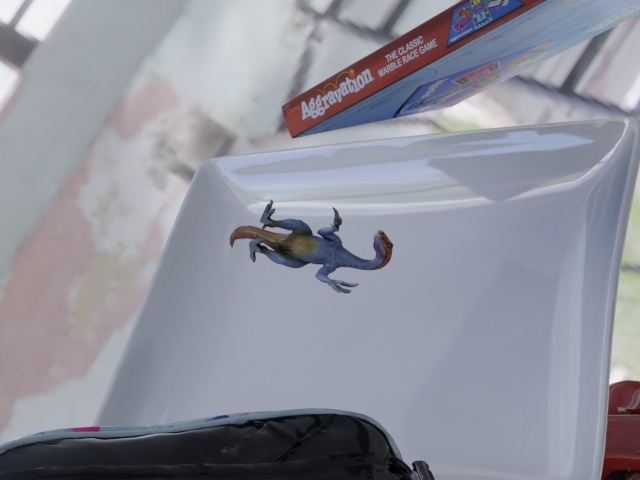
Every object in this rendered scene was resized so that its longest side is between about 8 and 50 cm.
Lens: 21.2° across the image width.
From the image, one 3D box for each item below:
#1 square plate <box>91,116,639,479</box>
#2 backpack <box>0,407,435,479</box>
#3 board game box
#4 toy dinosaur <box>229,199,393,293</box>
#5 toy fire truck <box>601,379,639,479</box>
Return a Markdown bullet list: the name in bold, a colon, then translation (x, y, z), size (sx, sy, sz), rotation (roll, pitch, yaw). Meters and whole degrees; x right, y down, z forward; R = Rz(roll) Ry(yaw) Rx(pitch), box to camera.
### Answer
- **square plate**: translation (0.036, 0.054, 1.150), size (0.344, 0.347, 0.049), rotation (-5, 131, 21)
- **backpack**: translation (-0.073, 0.203, 0.835), size (0.253, 0.191, 0.225), rotation (3, -129, -27)
- **board game box**: translation (0.109, -0.124, 1.046), size (0.145, 0.027, 0.281), rotation (-12, 173, -36)
- **toy dinosaur**: translation (0.000, 0.000, 1.055), size (0.082, 0.047, 0.090), rotation (14, -174, -26)
- **toy fire truck**: translation (0.327, 0.211, 1.357), size (0.302, 0.169, 0.254), rotation (26, 156, -4)
